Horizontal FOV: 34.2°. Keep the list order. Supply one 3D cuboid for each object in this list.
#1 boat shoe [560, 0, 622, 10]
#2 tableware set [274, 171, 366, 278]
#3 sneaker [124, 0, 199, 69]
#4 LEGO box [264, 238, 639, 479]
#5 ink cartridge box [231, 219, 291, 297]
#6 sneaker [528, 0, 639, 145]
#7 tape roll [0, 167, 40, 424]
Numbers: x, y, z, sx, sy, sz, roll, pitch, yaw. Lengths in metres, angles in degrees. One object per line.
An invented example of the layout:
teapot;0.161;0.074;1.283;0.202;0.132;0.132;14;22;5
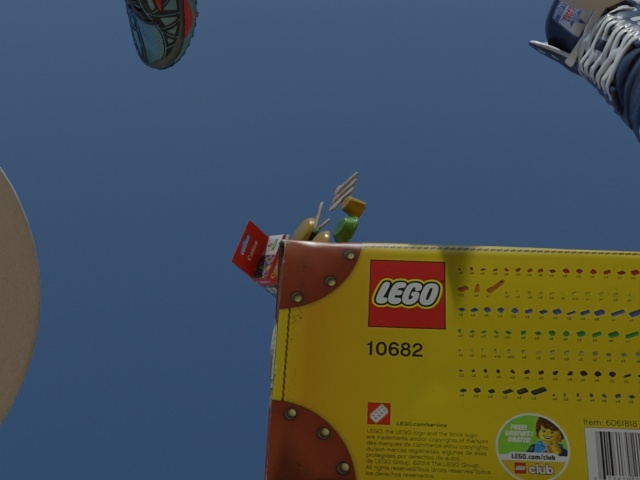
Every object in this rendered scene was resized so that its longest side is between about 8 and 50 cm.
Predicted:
boat shoe;0.181;-0.224;0.513;0.228;0.080;0.076;-50;-40;9
tableware set;0.000;0.000;1.132;0.024;0.104;0.154;32;-46;-18
sneaker;-0.231;-0.330;1.277;0.104;0.125;0.262;14;-58;29
LEGO box;0.218;0.177;0.832;0.500;0.372;0.193;2;-120;3
ink cartridge box;-0.051;0.029;1.248;0.115;0.029;0.063;41;-122;-36
sneaker;0.248;-0.157;0.862;0.153;0.282;0.099;34;-67;9
tape roll;-0.426;0.045;0.834;0.392;0.072;0.392;2;-96;-20
